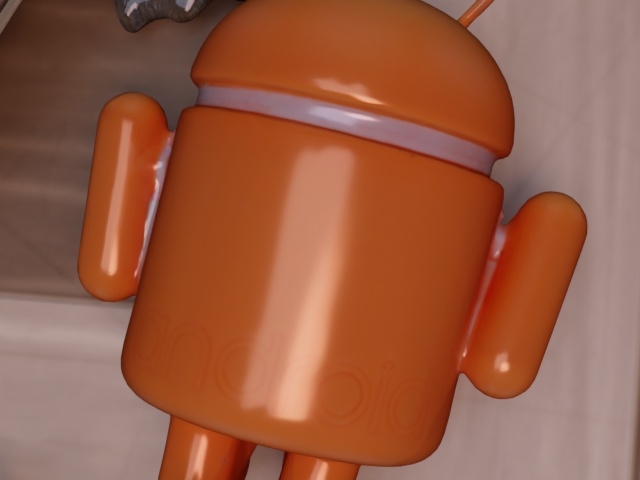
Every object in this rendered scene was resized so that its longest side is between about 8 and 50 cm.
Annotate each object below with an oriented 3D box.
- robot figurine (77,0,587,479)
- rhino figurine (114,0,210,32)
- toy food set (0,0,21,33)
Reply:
[{"bbox_3d":[0.002,0.000,0.467,0.158,0.128,0.219,13,90,44],"label":"robot figurine"},{"bbox_3d":[-0.047,-0.213,0.509,0.106,0.073,0.243,-5,89,15],"label":"rhino figurine"},{"bbox_3d":[-0.215,-0.195,0.483,0.306,0.092,0.219,46,117,11],"label":"toy food set"}]
